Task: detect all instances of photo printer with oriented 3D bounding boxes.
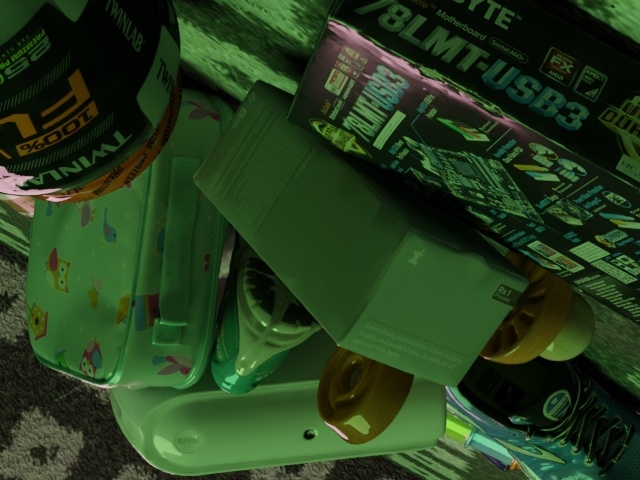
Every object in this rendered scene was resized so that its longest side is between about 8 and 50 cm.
[{"bbox_3d":[-0.052,0.122,1.659,0.308,0.107,0.256,-5,-155,-7],"label":"photo printer"}]

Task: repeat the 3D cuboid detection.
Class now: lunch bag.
[{"bbox_3d":[-0.166,-0.002,1.513,0.108,0.279,0.224,4,-176,-36],"label":"lunch bag"}]

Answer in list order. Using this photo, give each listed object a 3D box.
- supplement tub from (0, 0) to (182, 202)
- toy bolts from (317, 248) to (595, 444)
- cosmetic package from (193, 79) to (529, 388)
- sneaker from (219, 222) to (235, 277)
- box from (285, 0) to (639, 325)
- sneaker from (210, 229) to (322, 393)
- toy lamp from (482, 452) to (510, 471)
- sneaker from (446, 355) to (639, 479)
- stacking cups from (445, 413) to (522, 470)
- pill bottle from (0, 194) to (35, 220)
[{"bbox_3d":[-0.217,-0.157,1.113,0.207,0.207,0.338,26,169,21],"label":"supplement tub"},{"bbox_3d":[0.102,0.073,1.422,0.158,0.218,0.228,28,-170,-27],"label":"toy bolts"},{"bbox_3d":[0.024,-0.008,1.213,0.127,0.107,0.238,23,-162,-39],"label":"cosmetic package"},{"bbox_3d":[-0.128,-0.026,1.789,0.305,0.152,0.114,124,125,-73],"label":"sneaker"},{"bbox_3d":[0.129,-0.054,1.026,0.293,0.073,0.295,31,170,-1],"label":"box"},{"bbox_3d":[-0.057,0.048,1.555,0.107,0.110,0.275,32,-160,-6],"label":"sneaker"},{"bbox_3d":[0.316,0.297,2.164,0.275,0.080,0.080,30,170,5],"label":"toy lamp"},{"bbox_3d":[0.236,0.184,1.711,0.330,0.129,0.147,30,172,-2],"label":"sneaker"},{"bbox_3d":[0.220,0.236,2.088,0.316,0.096,0.096,28,170,8],"label":"stacking cups"},{"bbox_3d":[-0.261,-0.056,1.921,0.229,0.131,0.131,38,167,-38],"label":"pill bottle"}]
